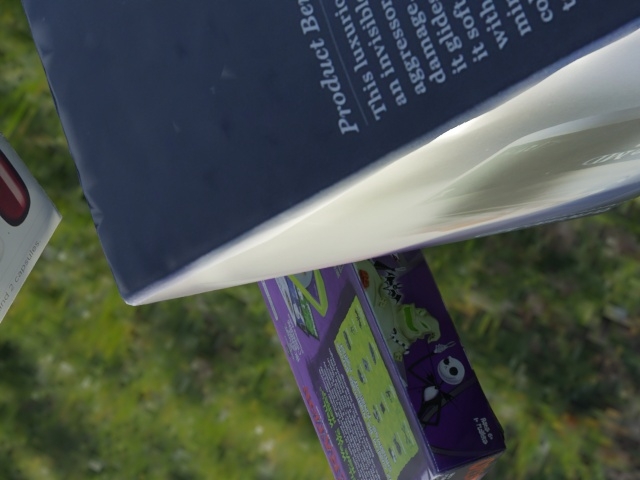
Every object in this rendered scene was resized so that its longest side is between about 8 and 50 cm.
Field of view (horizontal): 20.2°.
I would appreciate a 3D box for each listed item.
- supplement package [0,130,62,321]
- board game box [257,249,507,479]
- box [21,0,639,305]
[{"bbox_3d":[-0.305,0.031,0.972,0.204,0.262,0.145,16,155,25],"label":"supplement package"},{"bbox_3d":[0.000,0.000,1.058,0.208,0.056,0.347,120,131,-63],"label":"board game box"},{"bbox_3d":[0.095,-0.118,0.648,0.296,0.182,0.294,-10,168,-44],"label":"box"}]
